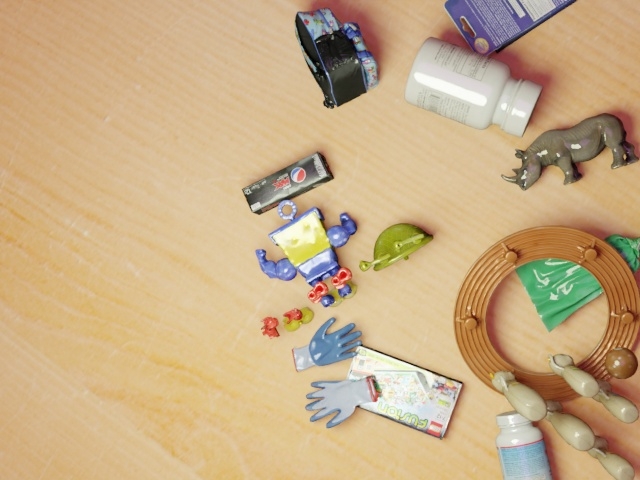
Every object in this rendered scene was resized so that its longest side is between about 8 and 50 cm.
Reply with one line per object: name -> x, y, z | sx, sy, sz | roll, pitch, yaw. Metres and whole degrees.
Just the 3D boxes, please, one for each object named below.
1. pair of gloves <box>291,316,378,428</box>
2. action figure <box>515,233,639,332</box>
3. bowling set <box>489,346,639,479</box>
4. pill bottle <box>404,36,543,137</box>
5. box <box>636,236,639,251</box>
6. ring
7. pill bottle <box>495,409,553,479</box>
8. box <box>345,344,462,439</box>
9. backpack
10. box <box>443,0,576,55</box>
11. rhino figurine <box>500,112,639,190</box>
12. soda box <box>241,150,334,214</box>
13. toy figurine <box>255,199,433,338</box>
pair of gloves -> 0.024, 0.248, 1.751 | 0.159, 0.023, 0.198 | -23, 69, 25
action figure -> 0.486, 0.055, 1.678 | 0.232, 0.063, 0.137 | -28, 82, 13
bowling set -> 0.464, 0.265, 1.607 | 0.287, 0.154, 0.200 | 38, 92, -18
pill bottle -> 0.282, -0.276, 1.702 | 0.229, 0.131, 0.131 | 23, 91, 11
box -> 0.716, -0.025, 1.600 | 0.290, 0.087, 0.169 | 18, 65, 10
ring -> 0.405, 0.139, 1.649 | 0.337, 0.032, 0.336 | 0, 105, 1
pill bottle -> 0.366, 0.390, 1.671 | 0.087, 0.087, 0.160 | -12, 85, 10
box -> 0.151, 0.284, 1.743 | 0.207, 0.036, 0.114 | 19, 91, 11
backpack -> 0.024, -0.361, 1.750 | 0.117, 0.158, 0.173 | -25, 71, 0
box -> 0.359, -0.452, 1.745 | 0.225, 0.036, 0.136 | -32, 81, 6
rhino figurine -> 0.448, -0.156, 1.694 | 0.243, 0.073, 0.106 | -18, 88, 11
soda box -> -0.063, -0.109, 1.793 | 0.169, 0.060, 0.053 | -25, 81, 9
toy figurine -> 0.000, 0.000, 1.718 | 0.363, 0.191, 0.217 | -32, 77, 6
